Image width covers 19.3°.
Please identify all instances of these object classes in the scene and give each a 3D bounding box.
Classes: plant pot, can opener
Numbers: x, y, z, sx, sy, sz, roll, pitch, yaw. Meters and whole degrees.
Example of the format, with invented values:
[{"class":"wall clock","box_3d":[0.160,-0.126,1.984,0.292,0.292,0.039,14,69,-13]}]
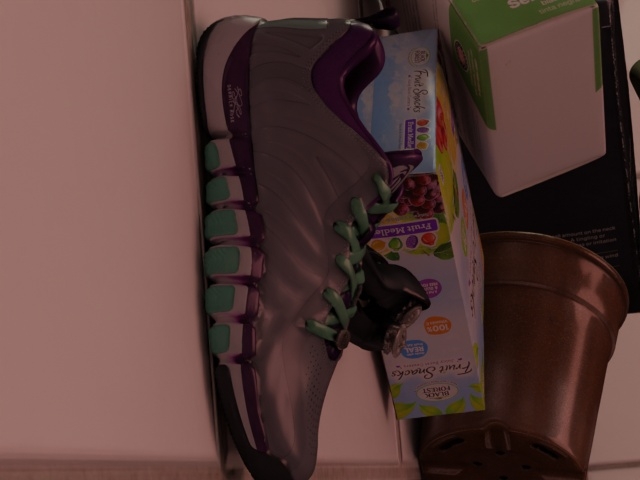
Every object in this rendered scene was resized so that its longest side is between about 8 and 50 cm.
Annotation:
[{"class":"plant pot","box_3d":[0.147,0.107,1.436,0.167,0.167,0.165,71,24,-50]},{"class":"can opener","box_3d":[0.015,0.027,1.077,0.059,0.073,0.186,-57,162,0]}]

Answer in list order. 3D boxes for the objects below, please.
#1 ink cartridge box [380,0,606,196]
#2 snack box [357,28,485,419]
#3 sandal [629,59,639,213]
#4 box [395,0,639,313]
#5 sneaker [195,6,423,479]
[{"class":"ink cartridge box","box_3d":[0.115,-0.168,1.356,0.160,0.092,0.219,77,-10,-51]},{"class":"snack box","box_3d":[0.067,-0.011,1.293,0.174,0.070,0.207,-85,165,-51]},{"class":"sandal","box_3d":[0.312,-0.035,1.634,0.303,0.086,0.120,-105,173,-45]},{"class":"box","box_3d":[0.185,-0.150,1.696,0.343,0.179,0.312,-80,162,-55]},{"class":"sneaker","box_3d":[0.000,0.000,0.862,0.083,0.098,0.224,32,52,-76]}]
